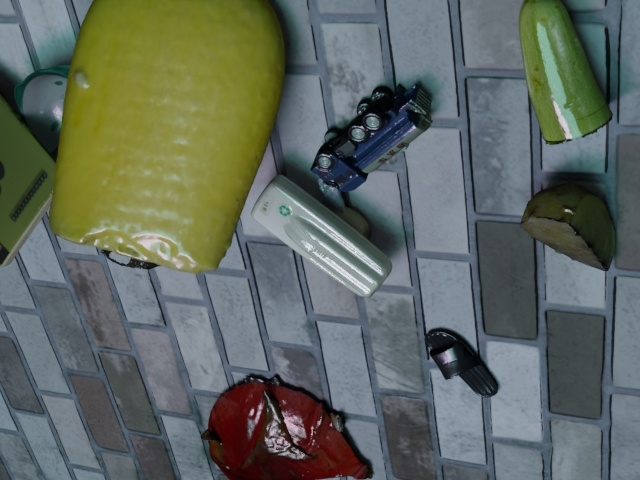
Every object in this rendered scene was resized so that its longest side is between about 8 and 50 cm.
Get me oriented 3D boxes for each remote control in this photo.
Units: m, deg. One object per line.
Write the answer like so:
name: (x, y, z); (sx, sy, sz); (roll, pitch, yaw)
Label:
remote control: (0.000, -0.001, 1.494); (0.230, 0.049, 0.090); (37, 132, 1)

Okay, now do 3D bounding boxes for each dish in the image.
dish: (-0.366, -0.186, 1.557); (0.246, 0.078, 0.224); (35, 134, 8)

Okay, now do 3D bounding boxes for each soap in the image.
soap: (-0.217, -0.183, 1.385); (0.306, 0.115, 0.427); (18, 98, 10)

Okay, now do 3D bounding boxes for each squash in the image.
squash: (0.296, -0.238, 1.224); (0.094, 0.094, 0.224); (-8, 113, 30)

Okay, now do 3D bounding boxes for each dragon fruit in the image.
dragon fruit: (-0.102, 0.389, 1.883); (0.343, 0.100, 0.282); (-11, 115, 30)

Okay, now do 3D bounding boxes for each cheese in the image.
cheese: (0.033, -0.026, 1.524); (0.092, 0.047, 0.171); (18, 130, 11)

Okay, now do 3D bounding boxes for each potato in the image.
potato: (0.349, -0.034, 1.365); (0.100, 0.089, 0.172); (12, 165, 42)

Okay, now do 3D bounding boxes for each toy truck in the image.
toy truck: (0.076, -0.149, 1.399); (0.088, 0.074, 0.201); (37, 132, -18)

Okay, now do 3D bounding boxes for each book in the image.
book: (-0.581, -0.158, 1.630); (0.352, 0.035, 0.239); (49, 122, 9)

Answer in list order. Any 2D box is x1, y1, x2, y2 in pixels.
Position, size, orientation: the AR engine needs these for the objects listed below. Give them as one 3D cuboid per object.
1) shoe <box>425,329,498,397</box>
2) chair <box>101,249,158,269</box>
shoe: (0.232, 0.214, 1.617); (0.159, 0.053, 0.062); (45, 134, -16)
chair: (-0.237, -0.038, 1.537); (0.149, 0.213, 0.174); (34, 134, 5)
